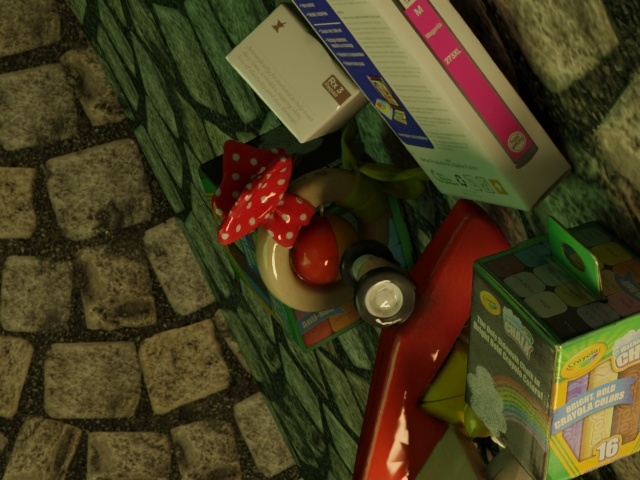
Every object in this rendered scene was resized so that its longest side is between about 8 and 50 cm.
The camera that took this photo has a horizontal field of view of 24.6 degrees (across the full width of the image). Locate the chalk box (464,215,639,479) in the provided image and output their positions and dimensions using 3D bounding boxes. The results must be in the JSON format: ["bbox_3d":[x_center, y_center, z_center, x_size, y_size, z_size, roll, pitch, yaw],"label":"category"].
[{"bbox_3d":[0.213,0.076,1.239,0.132,0.132,0.213,49,148,45],"label":"chalk box"}]

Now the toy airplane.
[{"bbox_3d":[0.135,0.202,1.517,0.384,0.272,0.386,110,165,-56],"label":"toy airplane"}]

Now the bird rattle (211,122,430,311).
[{"bbox_3d":[0.000,-0.016,1.600,0.143,0.253,0.207,22,123,47],"label":"bird rattle"}]

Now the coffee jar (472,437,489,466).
[{"bbox_3d":[0.165,0.248,1.901,0.096,0.079,0.184,48,160,45],"label":"coffee jar"}]

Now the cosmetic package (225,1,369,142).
[{"bbox_3d":[-0.008,-0.172,1.487,0.117,0.085,0.231,49,-166,2],"label":"cosmetic package"}]

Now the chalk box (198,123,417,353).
[{"bbox_3d":[0.000,0.000,1.812,0.289,0.180,0.179,48,160,50],"label":"chalk box"}]

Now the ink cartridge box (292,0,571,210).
[{"bbox_3d":[0.057,-0.183,1.277,0.371,0.069,0.175,48,169,-20],"label":"ink cartridge box"}]
